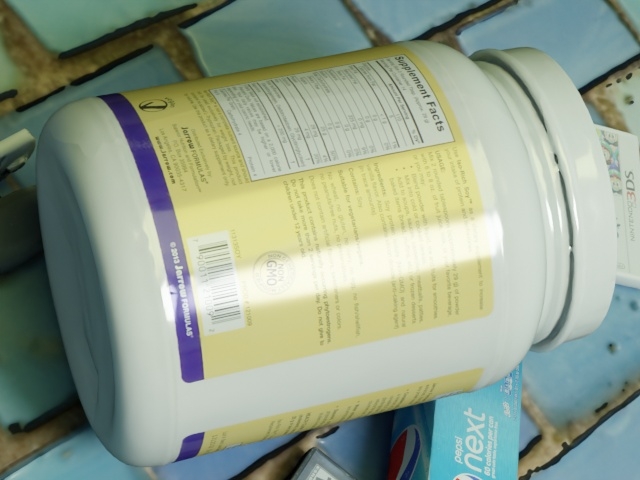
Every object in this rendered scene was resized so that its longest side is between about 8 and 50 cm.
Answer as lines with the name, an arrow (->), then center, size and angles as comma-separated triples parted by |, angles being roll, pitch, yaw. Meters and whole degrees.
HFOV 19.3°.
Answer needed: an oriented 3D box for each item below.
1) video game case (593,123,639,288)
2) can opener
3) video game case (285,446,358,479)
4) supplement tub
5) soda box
video game case -> 0.192, -0.041, 1.525 | 0.157, 0.019, 0.143 | 13, 58, -20
can opener -> -0.286, 0.006, 1.222 | 0.280, 0.074, 0.093 | -29, 79, -35
video game case -> 0.053, 0.293, 1.265 | 0.274, 0.026, 0.196 | 39, 53, -3
supplement tub -> 0.000, 0.000, 1.229 | 0.331, 0.241, 0.241 | -12, 69, -17
soda box -> 0.091, 0.162, 1.308 | 0.071, 0.067, 0.210 | 24, 44, -16
